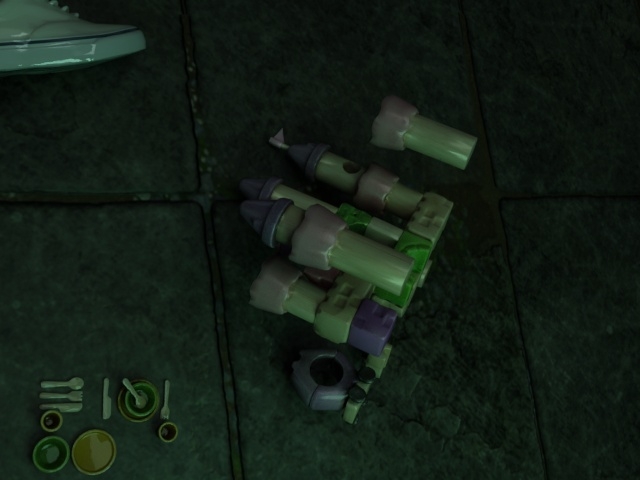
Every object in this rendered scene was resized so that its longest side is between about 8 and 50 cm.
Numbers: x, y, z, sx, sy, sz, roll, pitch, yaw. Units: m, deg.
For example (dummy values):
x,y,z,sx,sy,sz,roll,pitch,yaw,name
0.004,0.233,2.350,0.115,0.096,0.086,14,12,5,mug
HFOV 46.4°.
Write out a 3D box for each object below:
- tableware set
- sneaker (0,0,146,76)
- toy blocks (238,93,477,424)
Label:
x,y,z,sx,sy,sz,roll,pitch,yaw,name
-0.232,0.202,0.817,0.154,0.024,0.104,7,75,-30,tableware set
-0.309,-0.232,0.819,0.258,0.094,0.091,-20,105,-44,sneaker
0.000,0.000,0.925,0.260,0.309,0.289,23,49,11,toy blocks
